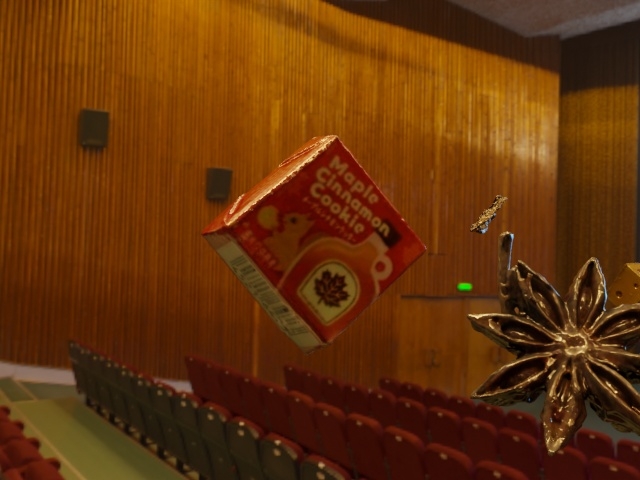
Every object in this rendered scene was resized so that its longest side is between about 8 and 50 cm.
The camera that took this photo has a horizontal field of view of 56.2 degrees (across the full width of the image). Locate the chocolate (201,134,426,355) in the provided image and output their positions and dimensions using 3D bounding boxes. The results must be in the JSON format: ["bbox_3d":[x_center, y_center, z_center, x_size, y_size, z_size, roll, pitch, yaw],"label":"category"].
[{"bbox_3d":[0.000,0.000,0.833,0.235,0.237,0.108,-41,7,-18],"label":"chocolate"}]

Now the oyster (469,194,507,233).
[{"bbox_3d":[0.384,-0.060,1.365,0.029,0.086,0.132,35,29,21],"label":"oyster"}]

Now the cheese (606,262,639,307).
[{"bbox_3d":[0.904,0.122,1.658,0.171,0.126,0.093,-12,44,-25],"label":"cheese"}]

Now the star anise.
[{"bbox_3d":[0.255,0.106,0.634,0.230,0.262,0.081,-30,-37,3],"label":"star anise"}]
